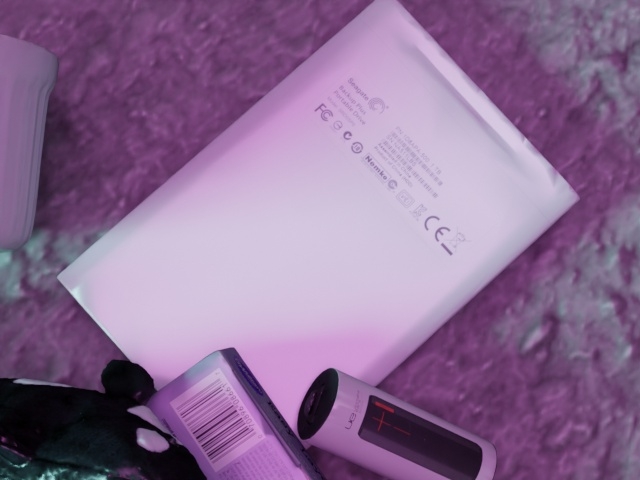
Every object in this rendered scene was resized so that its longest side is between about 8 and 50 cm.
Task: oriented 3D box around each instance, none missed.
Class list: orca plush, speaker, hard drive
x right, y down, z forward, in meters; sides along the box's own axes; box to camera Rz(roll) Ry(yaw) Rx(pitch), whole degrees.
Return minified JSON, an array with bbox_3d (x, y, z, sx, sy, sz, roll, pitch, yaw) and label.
[{"bbox_3d":[-0.197,0.110,1.006,0.151,0.102,0.287,-48,48,-7],"label":"orca plush"},{"bbox_3d":[0.052,0.138,1.084,0.136,0.055,0.055,27,80,-20],"label":"speaker"},{"bbox_3d":[0.000,0.000,1.134,0.318,0.040,0.210,-42,85,-8],"label":"hard drive"}]

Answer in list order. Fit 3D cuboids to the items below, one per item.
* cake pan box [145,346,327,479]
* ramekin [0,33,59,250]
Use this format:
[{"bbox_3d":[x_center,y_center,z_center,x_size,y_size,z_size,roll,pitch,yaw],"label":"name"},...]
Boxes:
[{"bbox_3d":[-0.093,0.238,1.055,0.245,0.070,0.267,-37,85,3],"label":"cake pan box"},{"bbox_3d":[-0.312,-0.062,1.024,0.277,0.277,0.135,1,89,-2],"label":"ramekin"}]
